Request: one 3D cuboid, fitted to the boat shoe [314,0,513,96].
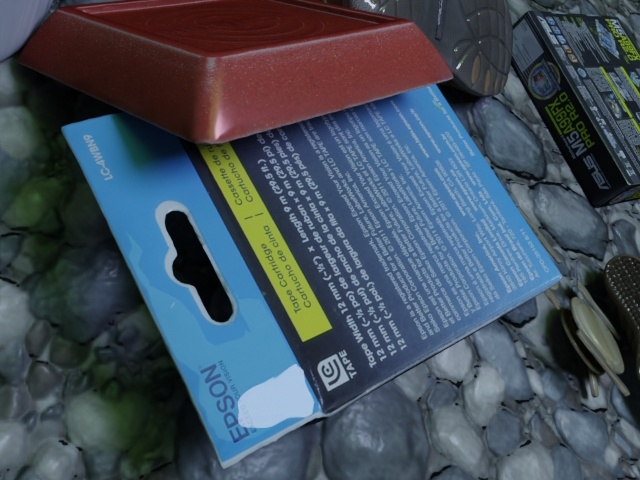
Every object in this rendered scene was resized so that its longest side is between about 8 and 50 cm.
[{"bbox_3d":[0.106,-0.233,0.746,0.324,0.116,0.123,7,95,-50],"label":"boat shoe"}]

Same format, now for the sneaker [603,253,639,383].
[{"bbox_3d":[0.361,0.105,0.731,0.071,0.066,0.188,35,40,-53],"label":"sneaker"}]

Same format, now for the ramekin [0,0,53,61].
[{"bbox_3d":[-0.317,-0.251,0.499,0.277,0.135,0.277,15,56,-24],"label":"ramekin"}]

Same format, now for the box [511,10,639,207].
[{"bbox_3d":[0.388,-0.184,0.930,0.216,0.060,0.270,-11,69,-36],"label":"box"}]

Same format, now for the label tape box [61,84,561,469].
[{"bbox_3d":[0.000,0.000,0.557,0.347,0.115,0.249,-21,75,-34],"label":"label tape box"}]

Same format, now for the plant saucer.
[{"bbox_3d":[-0.067,-0.159,0.549,0.258,0.048,0.259,-24,38,-39],"label":"plant saucer"}]

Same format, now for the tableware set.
[{"bbox_3d":[0.238,0.062,0.701,0.194,0.039,0.128,51,28,-3],"label":"tableware set"}]
